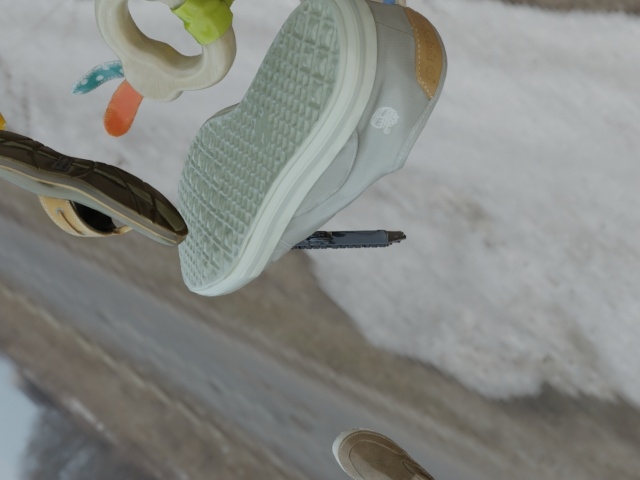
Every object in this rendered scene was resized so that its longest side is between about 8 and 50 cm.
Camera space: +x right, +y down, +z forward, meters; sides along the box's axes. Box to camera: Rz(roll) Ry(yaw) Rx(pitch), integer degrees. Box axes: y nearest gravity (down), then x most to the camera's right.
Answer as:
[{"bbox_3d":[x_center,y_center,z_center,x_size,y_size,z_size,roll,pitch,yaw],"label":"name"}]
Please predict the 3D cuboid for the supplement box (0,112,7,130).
[{"bbox_3d":[-0.513,-0.090,1.679,0.194,0.356,0.195,60,160,7],"label":"supplement box"}]

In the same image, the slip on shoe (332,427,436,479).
[{"bbox_3d":[0.071,0.223,1.606,0.135,0.051,0.041,42,176,-18],"label":"slip on shoe"}]

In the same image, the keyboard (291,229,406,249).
[{"bbox_3d":[0.000,0.000,2.009,0.180,0.023,0.108,-2,178,22],"label":"keyboard"}]

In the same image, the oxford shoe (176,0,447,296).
[{"bbox_3d":[-0.020,-0.069,1.529,0.449,0.130,0.169,-46,51,54],"label":"oxford shoe"}]

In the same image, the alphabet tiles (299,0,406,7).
[{"bbox_3d":[0.028,-0.309,1.569,0.021,0.284,0.278,-4,159,27],"label":"alphabet tiles"}]

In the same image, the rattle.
[{"bbox_3d":[-0.125,-0.189,1.448,0.130,0.142,0.199,17,150,-9],"label":"rattle"}]

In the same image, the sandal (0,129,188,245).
[{"bbox_3d":[-0.182,-0.031,1.260,0.180,0.049,0.072,20,-161,2],"label":"sandal"}]
